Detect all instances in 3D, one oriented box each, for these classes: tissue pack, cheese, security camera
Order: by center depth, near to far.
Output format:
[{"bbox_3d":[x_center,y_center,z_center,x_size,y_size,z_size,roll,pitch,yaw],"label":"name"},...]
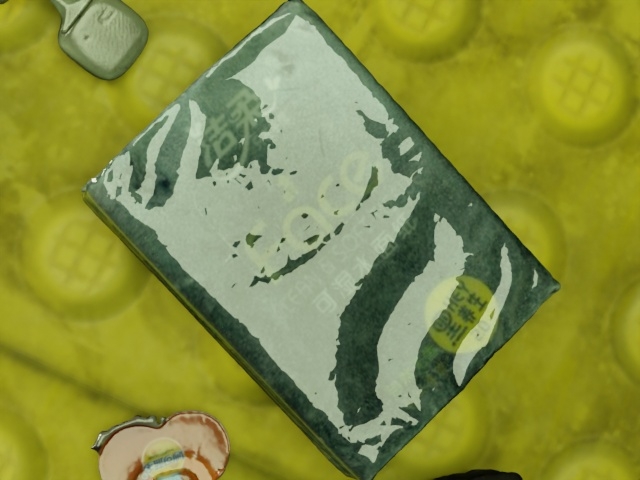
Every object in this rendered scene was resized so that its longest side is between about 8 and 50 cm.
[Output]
[{"bbox_3d":[-0.075,0.232,0.947,0.106,0.037,0.256,-15,91,-14],"label":"cheese"},{"bbox_3d":[-0.156,-0.143,0.952,0.092,0.058,0.058,45,79,-19],"label":"security camera"},{"bbox_3d":[0.000,0.000,0.954,0.185,0.081,0.257,-44,97,-11],"label":"tissue pack"}]

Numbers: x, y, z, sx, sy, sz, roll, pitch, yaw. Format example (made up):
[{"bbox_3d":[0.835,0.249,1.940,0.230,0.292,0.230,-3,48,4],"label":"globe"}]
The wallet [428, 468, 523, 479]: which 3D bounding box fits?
[{"bbox_3d":[0.067,0.364,0.939,0.228,0.062,0.406,-12,90,-25],"label":"wallet"}]
